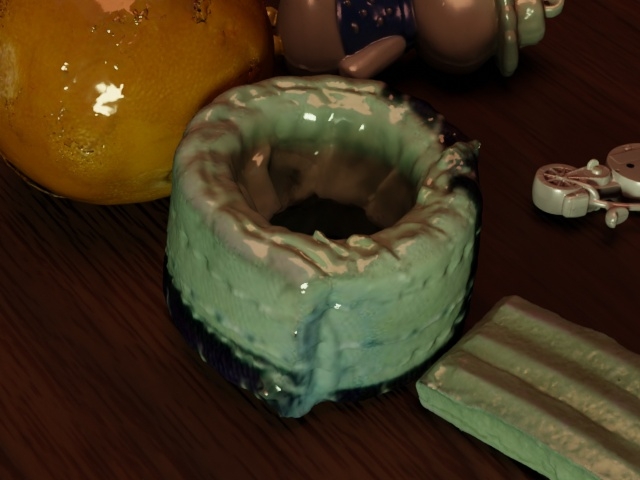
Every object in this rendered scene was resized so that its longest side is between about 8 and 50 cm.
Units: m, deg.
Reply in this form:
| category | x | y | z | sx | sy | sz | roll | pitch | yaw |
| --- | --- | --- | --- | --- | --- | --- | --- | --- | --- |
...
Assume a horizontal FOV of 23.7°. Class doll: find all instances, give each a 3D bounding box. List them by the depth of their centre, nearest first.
| category | x | y | z | sx | sy | sz | roll | pitch | yaw |
| --- | --- | --- | --- | --- | --- | --- | --- | --- | --- |
| doll | 0.068 | -0.192 | 1.339 | 0.293 | 0.119 | 0.138 | -8 | 48 | 0 |

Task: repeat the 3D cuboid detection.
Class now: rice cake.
| category | x | y | z | sx | sy | sz | roll | pitch | yaw |
| --- | --- | --- | --- | --- | --- | --- | --- | --- | --- |
| rice cake | 0.184 | 0.119 | 1.010 | 0.237 | 0.043 | 0.127 | 29 | 47 | 30 |

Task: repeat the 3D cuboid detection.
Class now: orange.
| category | x | y | z | sx | sy | sz | roll | pitch | yaw |
| --- | --- | --- | --- | --- | --- | --- | --- | --- | --- |
| orange | -0.153 | -0.142 | 1.174 | 0.240 | 0.240 | 0.240 | 0 | 40 | 0 |

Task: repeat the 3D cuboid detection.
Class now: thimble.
| category | x | y | z | sx | sy | sz | roll | pitch | yaw |
| --- | --- | --- | --- | --- | --- | --- | --- | --- | --- |
| thimble | 0.000 | 0.000 | 1.069 | 0.237 | 0.150 | 0.237 | 2 | 41 | -2 |

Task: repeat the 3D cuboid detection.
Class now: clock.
| category | x | y | z | sx | sy | sz | roll | pitch | yaw |
| --- | --- | --- | --- | --- | --- | --- | --- | --- | --- |
| clock | 0.233 | -0.040 | 1.204 | 0.129 | 0.041 | 0.087 | -9 | 37 | -17 |
